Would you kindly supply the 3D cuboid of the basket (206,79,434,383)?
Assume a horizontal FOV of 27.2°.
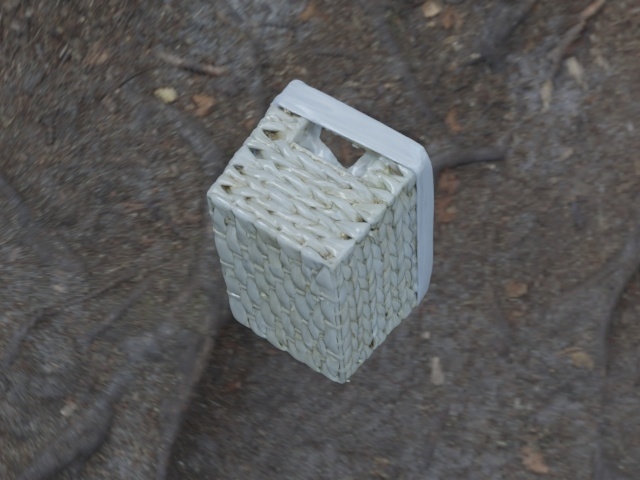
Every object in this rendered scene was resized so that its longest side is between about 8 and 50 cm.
[{"bbox_3d":[0.000,0.000,0.860,0.113,0.167,0.103,30,62,22],"label":"basket"}]
